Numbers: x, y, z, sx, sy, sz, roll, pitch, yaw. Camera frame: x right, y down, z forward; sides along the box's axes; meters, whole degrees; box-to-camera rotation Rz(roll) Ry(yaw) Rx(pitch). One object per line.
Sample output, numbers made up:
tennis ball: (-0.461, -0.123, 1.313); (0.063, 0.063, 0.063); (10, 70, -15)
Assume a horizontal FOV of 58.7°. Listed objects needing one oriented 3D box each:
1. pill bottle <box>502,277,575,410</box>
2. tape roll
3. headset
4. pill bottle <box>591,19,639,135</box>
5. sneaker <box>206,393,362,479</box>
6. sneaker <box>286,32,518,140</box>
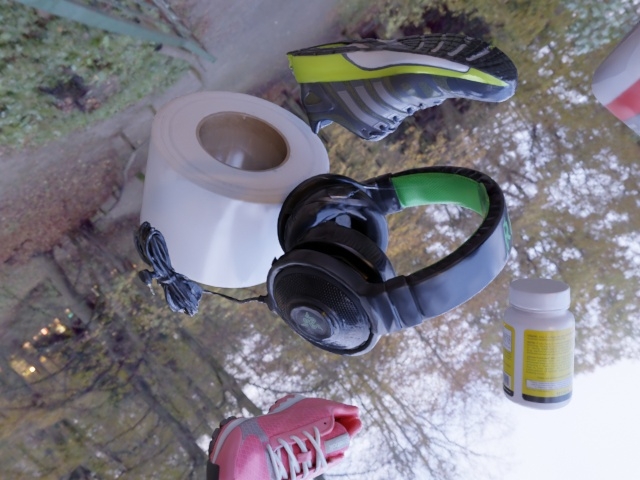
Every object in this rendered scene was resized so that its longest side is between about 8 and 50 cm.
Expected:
pill bottle: (0.384, 0.179, 1.004); (0.119, 0.209, 0.119); (-3, -168, 1)
tape roll: (-0.127, -0.078, 0.818); (0.246, 0.246, 0.169); (-52, 169, -48)
headset: (0.000, 0.000, 0.623); (0.394, 0.185, 0.243); (-19, -152, 13)
pill bottle: (0.393, -0.070, 0.376); (0.210, 0.363, 0.210); (-46, 172, -8)
sneaker: (-0.036, 0.274, 0.767); (0.136, 0.116, 0.314); (-12, 179, 23)
sneaker: (0.097, -0.188, 0.715); (0.300, 0.121, 0.111); (13, -145, 34)
